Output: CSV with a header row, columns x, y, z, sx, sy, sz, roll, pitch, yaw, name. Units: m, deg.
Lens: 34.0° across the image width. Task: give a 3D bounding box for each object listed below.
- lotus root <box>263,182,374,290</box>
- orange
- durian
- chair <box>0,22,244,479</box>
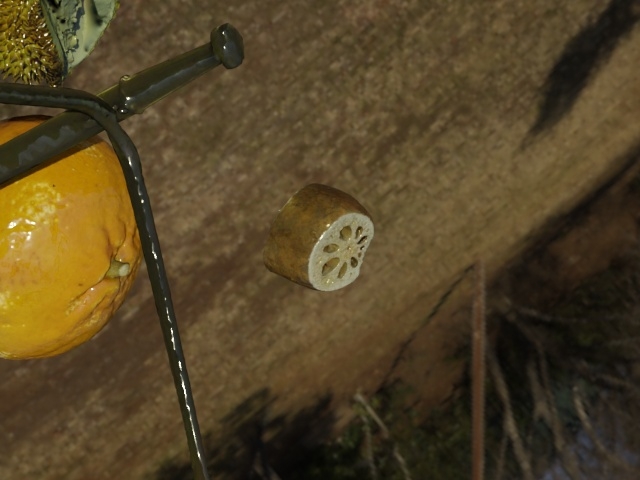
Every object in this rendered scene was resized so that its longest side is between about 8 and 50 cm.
x,y,z,sx,sy,sz,roll,pitch,yaw,name
-0.002,0.000,1.204,0.112,0.081,0.122,3,114,-43,lotus root
-0.254,-0.001,0.933,0.219,0.193,0.219,-49,168,-14,orange
-0.335,-0.272,1.230,0.193,0.138,0.237,-53,164,-49,durian
-0.259,0.091,0.630,0.410,0.364,0.362,-14,180,22,chair
